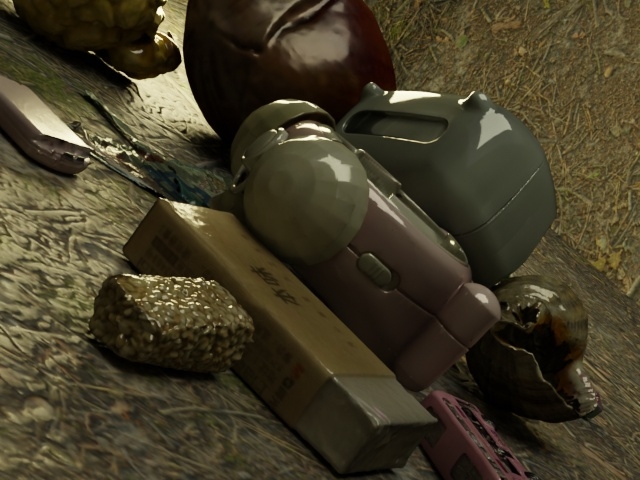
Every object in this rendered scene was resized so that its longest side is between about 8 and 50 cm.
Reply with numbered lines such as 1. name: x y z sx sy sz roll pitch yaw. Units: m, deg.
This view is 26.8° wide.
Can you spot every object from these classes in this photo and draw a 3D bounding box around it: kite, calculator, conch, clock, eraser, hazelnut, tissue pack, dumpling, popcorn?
1. kite: -0.204 -0.096 1.750 0.368 0.014 0.406 44 14 27
2. calculator: -0.328 -0.135 1.511 0.175 0.032 0.100 43 13 27
3. conch: 0.269 0.151 1.824 0.291 0.159 0.210 3 72 -59
4. clock: 0.034 -0.013 1.604 0.326 0.184 0.342 47 1 -19
5. eraser: -0.044 0.093 1.354 0.343 0.078 0.144 43 15 25
6. hazelnut: -0.058 -0.272 2.093 0.372 0.315 0.372 40 16 -14
7. tissue pack: 0.149 -0.086 1.898 0.333 0.229 0.236 11 -41 47
8. dumpling: -0.101 -0.036 1.704 0.077 0.043 0.059 30 33 -57
9. popcorn: -0.331 -0.375 2.006 0.332 0.225 0.265 55 11 -39

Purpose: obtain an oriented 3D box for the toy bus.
1. toy bus: 0.167 0.237 1.441 0.090 0.063 0.203 26 14 -31

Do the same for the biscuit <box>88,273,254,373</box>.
1. biscuit: -0.132 0.074 1.200 0.082 0.070 0.168 39 14 28

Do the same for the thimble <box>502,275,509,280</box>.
1. thimble: 0.282 0.034 2.375 0.090 0.118 0.130 37 39 -19

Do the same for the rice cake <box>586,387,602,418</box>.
1. rice cake: 0.320 0.185 2.070 0.290 0.051 0.081 32 14 -22
